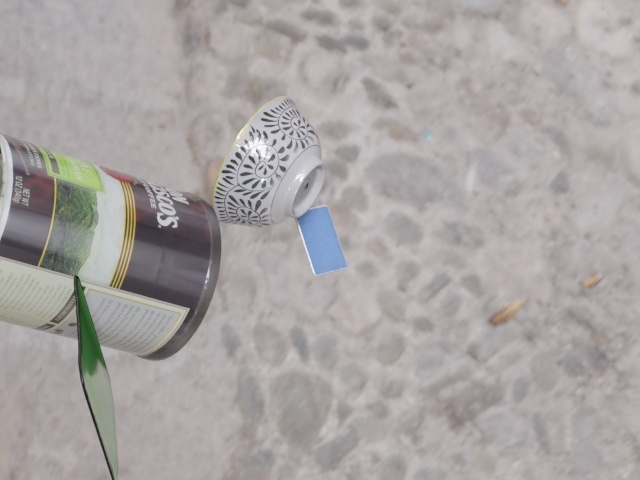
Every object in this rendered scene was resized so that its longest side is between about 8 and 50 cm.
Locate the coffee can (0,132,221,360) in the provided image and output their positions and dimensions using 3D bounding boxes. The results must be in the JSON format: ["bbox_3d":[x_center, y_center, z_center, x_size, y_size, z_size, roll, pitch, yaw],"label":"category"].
[{"bbox_3d":[-0.279,0.009,1.682,0.275,0.201,0.201,18,58,-35],"label":"coffee can"}]

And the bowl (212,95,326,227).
[{"bbox_3d":[-0.045,-0.076,1.765,0.080,0.170,0.170,29,59,18],"label":"bowl"}]

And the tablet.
[{"bbox_3d":[0.000,0.000,1.839,0.054,0.006,0.083,-14,83,-37],"label":"tablet"}]

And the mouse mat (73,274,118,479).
[{"bbox_3d":[-0.220,0.140,1.486,0.007,0.152,0.189,-13,32,-2],"label":"mouse mat"}]
